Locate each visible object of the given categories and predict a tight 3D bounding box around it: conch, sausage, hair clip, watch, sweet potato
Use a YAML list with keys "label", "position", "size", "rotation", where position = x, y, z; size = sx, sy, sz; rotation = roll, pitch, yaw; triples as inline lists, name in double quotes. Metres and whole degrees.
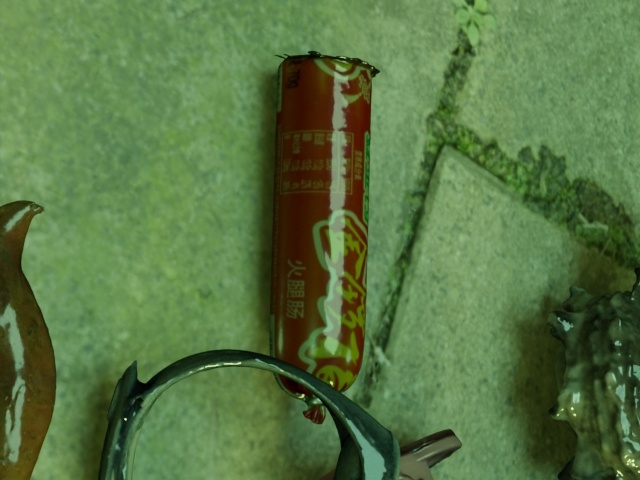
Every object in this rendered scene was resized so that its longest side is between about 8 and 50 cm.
- label: "conch"
  position: [0.295, 0.102, 0.977]
  size: [0.241, 0.186, 0.313]
  rotation: [34, 84, -24]
- label: "sausage"
  position: [0.000, 0.000, 0.805]
  size: [0.083, 0.083, 0.263]
  rotation: [6, 83, -38]
- label: "hair clip"
  position: [0.065, 0.204, 0.814]
  size: [0.138, 0.123, 0.102]
  rotation: [-6, 60, -43]
- label: "watch"
  position: [-0.054, 0.176, 0.712]
  size: [0.193, 0.068, 0.206]
  rotation: [16, 86, -11]
- label: "sweet potato"
  position: [-0.188, 0.077, 0.663]
  size: [0.055, 0.058, 0.202]
  rotation: [-5, 82, 4]
